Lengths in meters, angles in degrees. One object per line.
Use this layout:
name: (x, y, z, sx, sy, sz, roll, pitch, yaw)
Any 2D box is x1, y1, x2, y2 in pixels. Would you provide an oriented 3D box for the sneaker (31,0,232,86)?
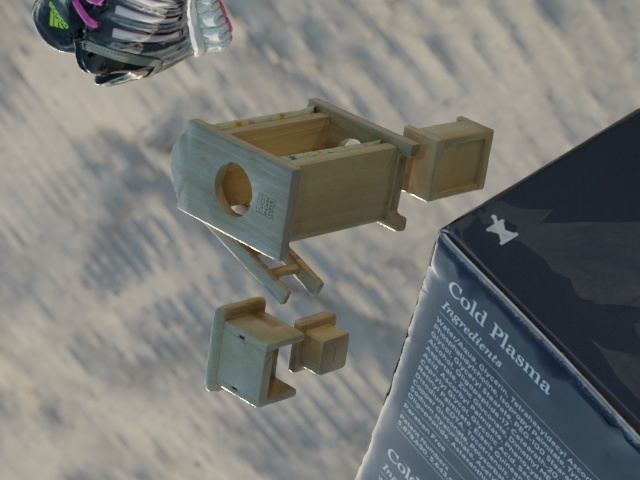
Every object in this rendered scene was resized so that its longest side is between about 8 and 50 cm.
sneaker: (-0.088, -0.108, 0.788, 0.063, 0.075, 0.170, 60, 179, 17)

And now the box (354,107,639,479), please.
box: (0.208, 0.071, 1.044, 0.179, 0.343, 0.312, 45, 148, 23)

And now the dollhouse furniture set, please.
dollhouse furniture set: (0.000, 0.000, 1.197, 0.101, 0.182, 0.161, 27, 118, 38)
